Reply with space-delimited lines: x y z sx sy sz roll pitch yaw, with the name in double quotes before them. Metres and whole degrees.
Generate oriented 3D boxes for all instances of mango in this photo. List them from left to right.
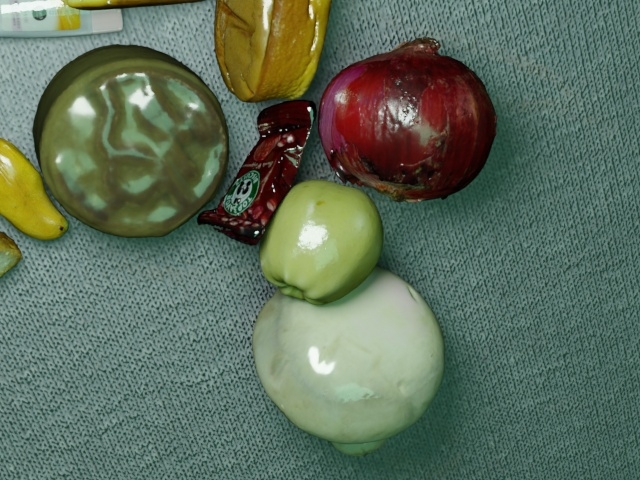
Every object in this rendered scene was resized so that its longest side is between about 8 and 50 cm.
"mango" -0.458 -0.076 1.769 0.098 0.075 0.190 -20 120 25

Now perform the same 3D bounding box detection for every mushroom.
"mushroom" 0.065 0.203 1.900 0.315 0.315 0.356 -34 107 -2

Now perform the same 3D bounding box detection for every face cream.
"face cream" -0.388 -0.336 1.707 0.198 0.057 0.084 -8 108 -13

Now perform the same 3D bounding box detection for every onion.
"onion" 0.133 -0.183 1.796 0.276 0.276 0.276 -5 110 -14

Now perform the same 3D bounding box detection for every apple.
"apple" 0.000 0.000 1.784 0.200 0.200 0.200 -5 110 -14

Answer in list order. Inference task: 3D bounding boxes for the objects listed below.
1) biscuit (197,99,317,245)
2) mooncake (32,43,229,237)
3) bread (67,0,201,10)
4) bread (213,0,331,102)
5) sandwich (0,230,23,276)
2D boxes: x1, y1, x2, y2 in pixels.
"biscuit" -0.091 -0.102 1.778 0.063 0.151 0.235 36 74 -28
"mooncake" -0.280 -0.146 1.754 0.285 0.155 0.284 -5 108 -15
"bread" -0.254 -0.359 1.683 0.226 0.088 0.049 -20 107 -55
"bread" -0.077 -0.335 1.724 0.143 0.195 0.269 5 104 -24
"sandwich" -0.611 0.059 1.769 0.226 0.087 0.251 34 97 -23
